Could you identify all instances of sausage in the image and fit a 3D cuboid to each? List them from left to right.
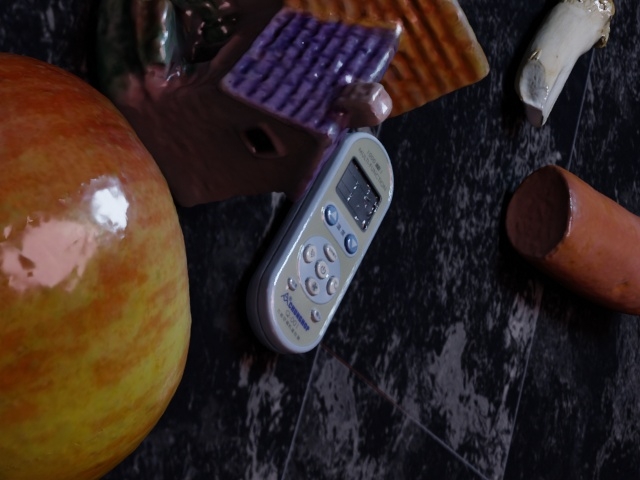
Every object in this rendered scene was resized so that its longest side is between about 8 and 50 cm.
[{"bbox_3d":[0.307,0.010,1.868,0.259,0.113,0.114,28,64,-46],"label":"sausage"}]

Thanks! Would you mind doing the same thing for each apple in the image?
[{"bbox_3d":[-0.228,0.029,1.029,0.301,0.301,0.302,10,77,-52],"label":"apple"}]

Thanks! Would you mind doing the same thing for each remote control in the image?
[{"bbox_3d":[0.000,0.000,1.519,0.087,0.047,0.244,53,47,-29],"label":"remote control"}]

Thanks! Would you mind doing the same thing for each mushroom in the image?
[{"bbox_3d":[0.264,-0.205,1.879,0.209,0.071,0.084,-55,156,-37],"label":"mushroom"}]

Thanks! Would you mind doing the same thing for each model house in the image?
[{"bbox_3d":[-0.021,-0.170,1.358,0.237,0.237,0.202,-52,126,-42],"label":"model house"}]
